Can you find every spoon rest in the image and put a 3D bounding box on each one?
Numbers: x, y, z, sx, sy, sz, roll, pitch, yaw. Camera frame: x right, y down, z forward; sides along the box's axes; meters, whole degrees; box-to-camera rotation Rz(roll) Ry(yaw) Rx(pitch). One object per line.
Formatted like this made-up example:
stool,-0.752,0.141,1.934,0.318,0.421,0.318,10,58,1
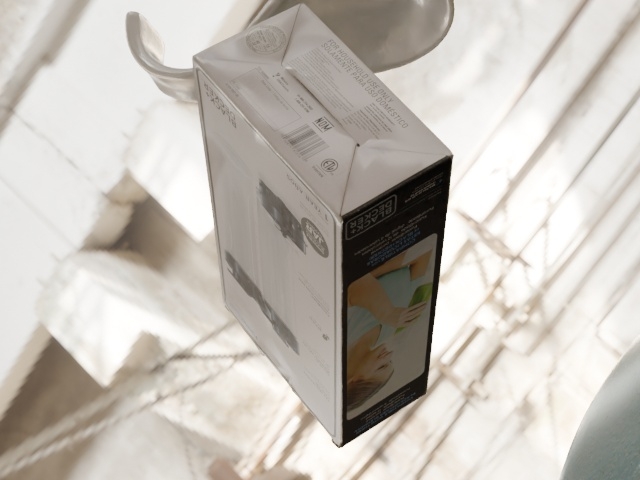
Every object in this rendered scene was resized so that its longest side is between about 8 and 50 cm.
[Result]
spoon rest,-0.028,-0.165,1.028,0.137,0.276,0.084,50,-142,-51

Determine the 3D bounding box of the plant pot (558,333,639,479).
plant pot,0.297,0.134,0.790,0.248,0.247,0.252,120,170,-55

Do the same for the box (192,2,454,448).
box,0.000,0.000,0.906,0.087,0.169,0.290,-30,-32,-20
